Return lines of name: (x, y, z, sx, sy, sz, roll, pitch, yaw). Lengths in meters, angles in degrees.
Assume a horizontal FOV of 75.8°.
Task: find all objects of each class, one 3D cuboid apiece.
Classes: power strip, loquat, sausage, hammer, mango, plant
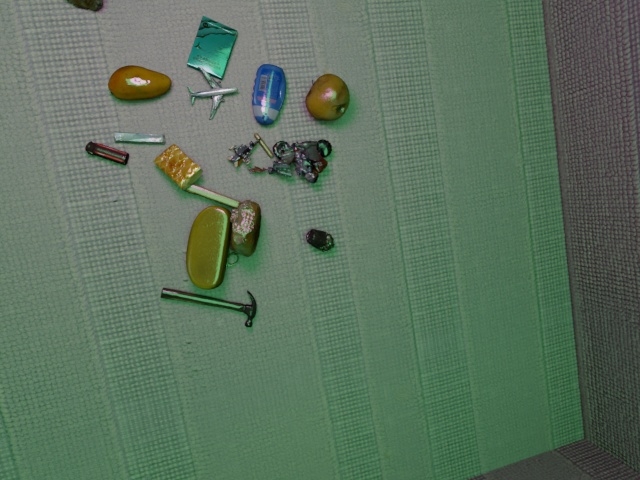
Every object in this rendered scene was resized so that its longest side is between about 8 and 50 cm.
power strip: (-0.496, -0.204, 1.868, 0.305, 0.064, 0.044, 21, 86, -14)
loquat: (0.033, -0.654, 1.901, 0.213, 0.213, 0.213, -1, 95, -13)
sausage: (-0.266, -0.446, 1.925, 0.024, 0.024, 0.132, -39, 103, -8)
hammer: (-0.514, 0.288, 1.914, 0.440, 0.044, 0.168, 13, 92, -14)
mango: (-0.765, -0.670, 1.744, 0.253, 0.113, 0.138, -10, 97, -14)
plant: (0.000, 0.000, 1.981, 0.143, 0.092, 0.094, 21, 127, -33)

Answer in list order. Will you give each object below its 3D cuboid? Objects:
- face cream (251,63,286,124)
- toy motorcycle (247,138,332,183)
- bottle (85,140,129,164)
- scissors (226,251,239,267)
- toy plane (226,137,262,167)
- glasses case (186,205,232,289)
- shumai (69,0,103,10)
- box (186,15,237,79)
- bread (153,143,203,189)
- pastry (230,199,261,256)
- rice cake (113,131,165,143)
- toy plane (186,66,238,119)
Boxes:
face cream: (-0.237, -0.660, 1.884, 0.149, 0.083, 0.264, 9, 92, -13)
toy motorcycle: (-0.134, -0.361, 1.907, 0.401, 0.134, 0.207, -5, 89, -17)
bottle: (-0.914, -0.374, 1.762, 0.164, 0.060, 0.060, 18, 90, -13)
scissors: (-0.466, 0.136, 1.922, 0.101, 0.027, 0.204, 29, 85, -11)
toy plane: (-0.342, -0.415, 1.880, 0.188, 0.062, 0.135, -45, 70, 1)
glasses case: (-0.498, 0.029, 1.841, 0.173, 0.141, 0.371, 9, 90, -3)
shumai: (-0.968, -1.051, 1.662, 0.184, 0.184, 0.142, 13, 68, -14)
box: (-0.480, -0.856, 1.833, 0.161, 0.042, 0.226, 18, 90, -15)
bread: (-0.617, -0.322, 1.796, 0.188, 0.068, 0.125, 42, 83, 13)
pastry: (-0.336, -0.056, 1.837, 0.121, 0.236, 0.257, 9, 81, -2)
rice cake: (-0.789, -0.445, 1.797, 0.211, 0.034, 0.043, 0, 86, -13)
toy plane: (-0.480, -0.661, 1.836, 0.226, 0.058, 0.226, -15, 110, -18)
